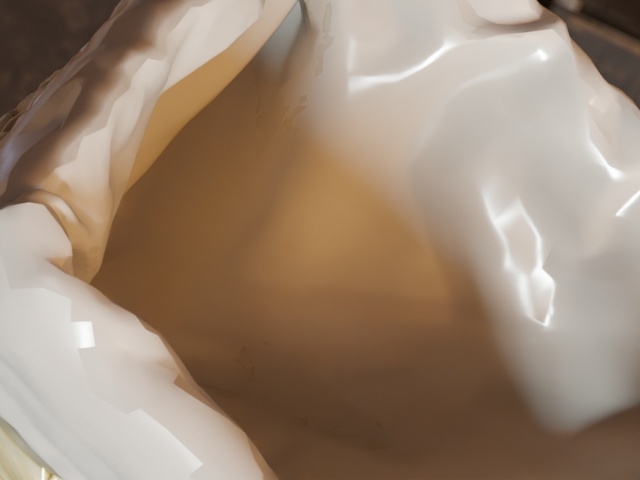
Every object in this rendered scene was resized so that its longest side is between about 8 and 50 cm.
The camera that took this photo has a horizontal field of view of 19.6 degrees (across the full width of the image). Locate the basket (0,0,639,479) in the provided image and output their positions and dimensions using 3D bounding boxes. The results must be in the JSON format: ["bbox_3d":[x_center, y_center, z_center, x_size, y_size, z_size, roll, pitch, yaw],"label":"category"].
[{"bbox_3d":[-0.009,0.091,0.620,0.331,0.328,0.266,45,123,-12],"label":"basket"}]
